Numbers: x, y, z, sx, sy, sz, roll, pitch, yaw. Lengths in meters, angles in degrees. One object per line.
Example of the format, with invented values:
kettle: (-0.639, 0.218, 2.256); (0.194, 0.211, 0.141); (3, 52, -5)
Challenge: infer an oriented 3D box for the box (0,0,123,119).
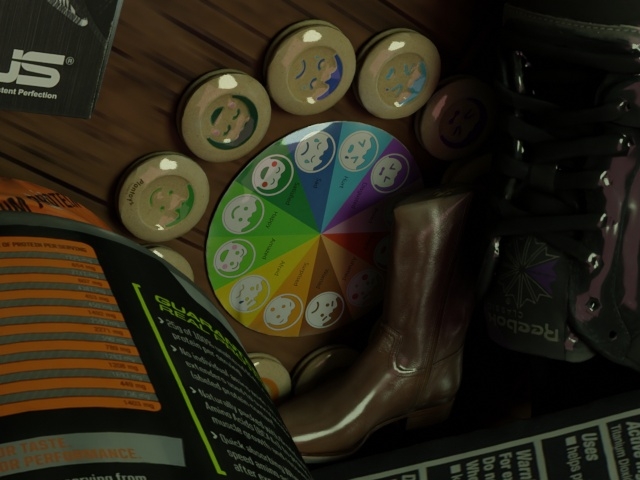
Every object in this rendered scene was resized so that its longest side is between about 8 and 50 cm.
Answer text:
box: (-0.155, -0.137, 0.405); (0.231, 0.056, 0.183); (5, 115, -31)

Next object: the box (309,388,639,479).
box: (0.046, 0.236, 0.521); (0.294, 0.296, 0.183); (-16, 129, 12)

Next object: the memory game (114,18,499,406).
memory game: (0.000, 0.000, 0.598); (0.186, 0.012, 0.186); (-13, 123, -22)

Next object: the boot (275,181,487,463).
boot: (0.024, 0.029, 0.595); (0.106, 0.037, 0.114); (-13, 127, -37)

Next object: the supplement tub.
supplement tub: (-0.083, 0.118, 0.421); (0.193, 0.316, 0.193); (-10, 123, -16)

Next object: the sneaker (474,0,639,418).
sneaker: (0.110, -0.019, 0.561); (0.124, 0.107, 0.283); (-46, 133, -29)
